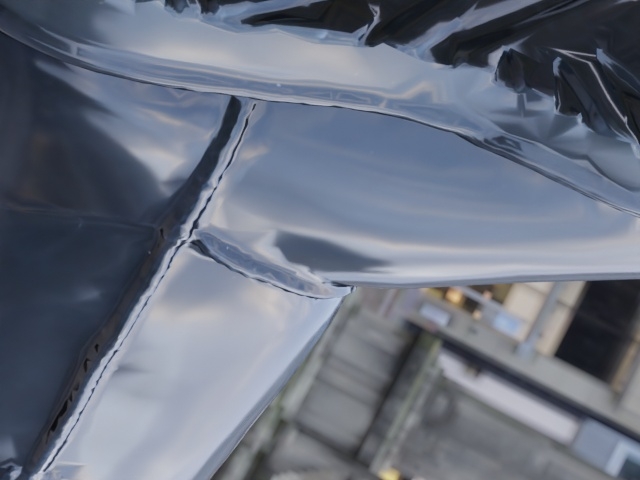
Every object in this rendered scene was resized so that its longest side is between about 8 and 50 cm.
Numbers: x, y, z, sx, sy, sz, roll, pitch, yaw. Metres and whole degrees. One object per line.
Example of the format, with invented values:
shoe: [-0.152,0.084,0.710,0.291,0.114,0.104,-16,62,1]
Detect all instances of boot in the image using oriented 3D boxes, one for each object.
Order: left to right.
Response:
boot: [0.000,0.000,0.442,0.207,0.246,0.094,124,-31,-48]
